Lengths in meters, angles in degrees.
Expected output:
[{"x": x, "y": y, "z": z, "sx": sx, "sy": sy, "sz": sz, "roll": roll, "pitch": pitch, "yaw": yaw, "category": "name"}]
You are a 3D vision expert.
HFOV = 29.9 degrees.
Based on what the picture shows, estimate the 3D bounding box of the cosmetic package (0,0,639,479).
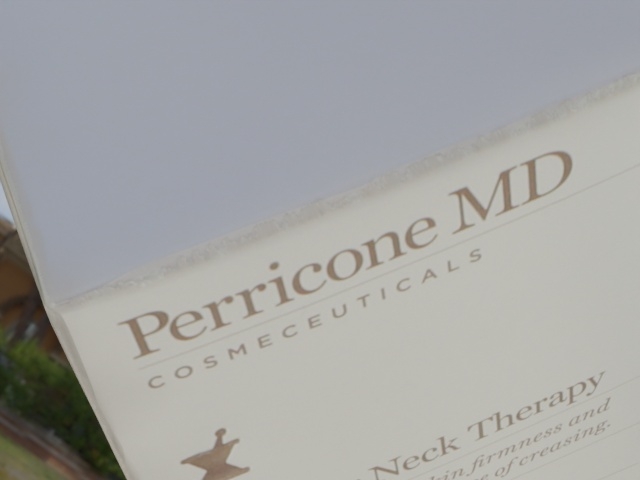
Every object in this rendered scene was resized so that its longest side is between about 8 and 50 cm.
[{"x": 0.000, "y": 0.000, "z": 0.763, "sx": 0.394, "sy": 0.329, "sz": 0.327, "roll": 77, "pitch": -12, "yaw": -46, "category": "cosmetic package"}]
